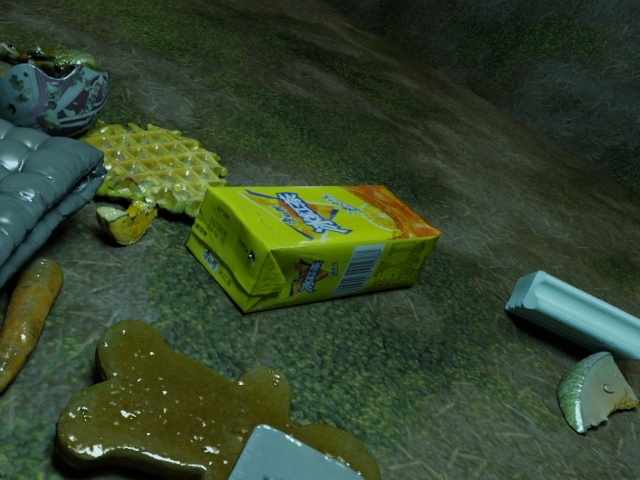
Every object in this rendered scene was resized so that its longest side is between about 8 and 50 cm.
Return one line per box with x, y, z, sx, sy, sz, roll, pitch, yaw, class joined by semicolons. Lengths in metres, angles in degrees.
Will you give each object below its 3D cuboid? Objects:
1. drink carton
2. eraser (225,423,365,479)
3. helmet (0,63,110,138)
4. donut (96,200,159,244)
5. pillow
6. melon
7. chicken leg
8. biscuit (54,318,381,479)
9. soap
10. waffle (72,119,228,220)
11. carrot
0.000;0.000;1.001;0.351;0.111;0.154;-5;39;-44;drink carton
-0.064;0.275;0.431;0.111;0.077;0.352;29;33;1;eraser
-0.389;-0.193;1.004;0.177;0.107;0.153;-11;6;-42;helmet
-0.251;-0.033;0.897;0.038;0.067;0.083;18;56;24;donut
-0.386;-0.045;0.707;0.228;0.101;0.326;18;33;-3;pillow
0.395;0.223;1.014;0.182;0.054;0.098;-4;54;-44;melon
-0.479;-0.312;1.209;0.178;0.070;0.093;16;9;0;chicken leg
-0.087;0.189;0.644;0.301;0.049;0.197;22;36;-4;biscuit
0.413;0.125;1.117;0.198;0.066;0.119;26;-11;3;soap
-0.258;-0.112;1.051;0.245;0.052;0.254;18;28;-12;waffle
-0.291;0.083;0.676;0.047;0.047;0.191;17;33;-17;carrot
